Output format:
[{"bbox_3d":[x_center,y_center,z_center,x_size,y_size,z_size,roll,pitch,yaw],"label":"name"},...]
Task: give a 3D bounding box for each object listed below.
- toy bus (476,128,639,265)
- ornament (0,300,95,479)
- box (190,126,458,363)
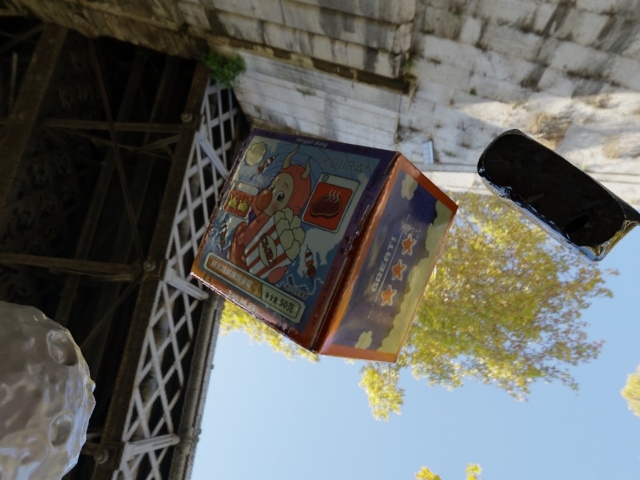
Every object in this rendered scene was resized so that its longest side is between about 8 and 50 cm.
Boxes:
[{"bbox_3d":[0.457,-0.087,0.874,0.302,0.147,0.128,43,-82,22],"label":"toy bus"},{"bbox_3d":[-0.487,0.245,0.578,0.336,0.337,0.338,-2,-110,6],"label":"ornament"},{"bbox_3d":[0.000,0.000,0.797,0.348,0.256,0.319,23,-92,41],"label":"box"}]
